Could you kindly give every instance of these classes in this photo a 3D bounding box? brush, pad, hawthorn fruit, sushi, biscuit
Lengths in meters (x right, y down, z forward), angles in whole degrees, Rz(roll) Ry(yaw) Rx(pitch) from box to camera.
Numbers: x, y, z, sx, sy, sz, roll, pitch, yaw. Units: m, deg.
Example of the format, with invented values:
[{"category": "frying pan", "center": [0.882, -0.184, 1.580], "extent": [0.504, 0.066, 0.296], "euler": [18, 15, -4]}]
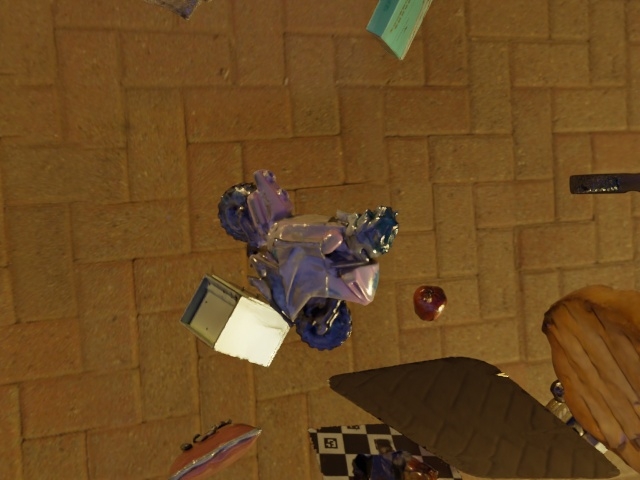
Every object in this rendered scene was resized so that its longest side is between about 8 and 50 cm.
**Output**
[{"category": "brush", "center": [0.471, -0.088, 0.890], "extent": [0.027, 0.190, 0.034], "euler": [-7, 97, -44]}, {"category": "pad", "center": [0.197, 0.125, 0.482], "extent": [0.323, 0.055, 0.250], "euler": [-34, 123, 26]}, {"category": "hawthorn fruit", "center": [0.222, 0.129, 1.192], "extent": [0.077, 0.077, 0.077], "euler": [-1, 92, -15]}, {"category": "sushi", "center": [0.100, 0.354, 0.864], "extent": [0.210, 0.193, 0.040], "euler": [0, 119, -16]}, {"category": "biscuit", "center": [0.444, 0.197, 0.827], "extent": [0.102, 0.296, 0.296], "euler": [-22, 97, -11]}]

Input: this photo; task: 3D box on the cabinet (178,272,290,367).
[{"category": "cabinet", "center": [-0.197, 0.189, 1.405], "extent": [0.206, 0.145, 0.150], "euler": [34, 83, -50]}]

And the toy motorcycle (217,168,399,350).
[{"category": "toy motorcycle", "center": [0.002, -0.002, 0.724], "extent": [0.204, 0.108, 0.239], "euler": [-36, 105, 23]}]

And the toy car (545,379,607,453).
[{"category": "toy car", "center": [0.507, 0.244, 0.993], "extent": [0.257, 0.124, 0.101], "euler": [-47, 136, 6]}]

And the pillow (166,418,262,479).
[{"category": "pillow", "center": [-0.187, 0.364, 1.015], "extent": [0.171, 0.179, 0.075], "euler": [-24, 78, -18]}]

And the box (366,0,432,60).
[{"category": "box", "center": [0.162, -0.453, 1.142], "extent": [0.041, 0.229, 0.162], "euler": [30, 104, 12]}]

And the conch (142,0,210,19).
[{"category": "conch", "center": [-0.153, -0.364, 0.676], "extent": [0.163, 0.178, 0.245], "euler": [29, 54, -5]}]
